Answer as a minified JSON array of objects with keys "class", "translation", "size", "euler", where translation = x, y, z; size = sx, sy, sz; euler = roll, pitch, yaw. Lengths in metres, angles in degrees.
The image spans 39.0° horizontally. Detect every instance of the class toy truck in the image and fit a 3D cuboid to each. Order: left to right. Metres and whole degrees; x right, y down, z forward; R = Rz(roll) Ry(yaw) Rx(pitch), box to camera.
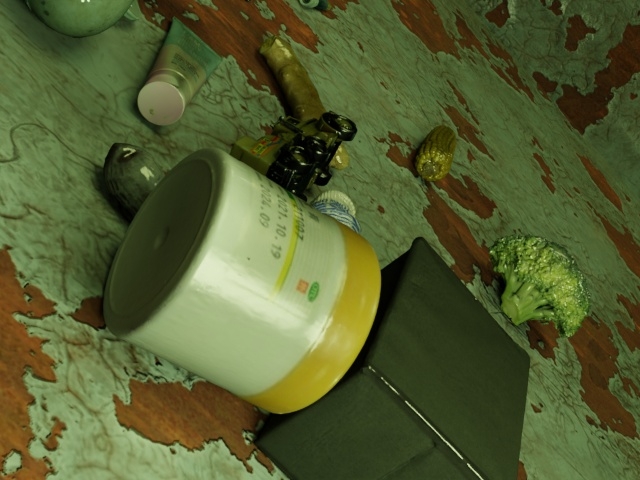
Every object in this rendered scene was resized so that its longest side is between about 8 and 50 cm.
[{"class":"toy truck","translation":[-0.045,-0.132,1.431],"size":[0.127,0.127,0.257],"euler":[33,31,11]}]

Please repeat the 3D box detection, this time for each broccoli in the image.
[{"class":"broccoli","translation":[0.450,0.095,1.853],"size":[0.176,0.226,0.198],"euler":[-7,12,-20]}]

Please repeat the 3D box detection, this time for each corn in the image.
[{"class":"corn","translation":[0.260,-0.196,2.003],"size":[0.080,0.080,0.231],"euler":[47,26,-8]}]

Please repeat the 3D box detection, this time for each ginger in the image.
[{"class":"ginger","translation":[-0.034,-0.258,1.654],"size":[0.118,0.065,0.299],"euler":[25,37,-62]}]

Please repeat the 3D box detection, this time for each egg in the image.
[{"class":"egg","translation":[-0.332,-0.386,1.252],"size":[0.169,0.169,0.237],"euler":[30,49,-35]}]

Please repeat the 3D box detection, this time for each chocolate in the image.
[{"class":"chocolate","translation":[-0.215,-0.052,1.143],"size":[0.167,0.072,0.072],"euler":[53,28,2]}]

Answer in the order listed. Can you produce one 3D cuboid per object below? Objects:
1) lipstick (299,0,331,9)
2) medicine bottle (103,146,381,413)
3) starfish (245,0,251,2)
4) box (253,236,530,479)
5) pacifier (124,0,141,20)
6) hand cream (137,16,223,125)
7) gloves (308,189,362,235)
[{"class":"lipstick","translation":[-0.008,-0.544,2.064],"size":[0.037,0.037,0.116],"euler":[57,23,11]},{"class":"medicine bottle","translation":[-0.089,0.047,1.030],"size":[0.232,0.238,0.238],"euler":[33,33,-30]},{"class":"starfish","translation":[-0.331,-0.537,1.468],"size":[0.324,0.082,0.432],"euler":[36,13,36]},{"class":"box","translation":[0.110,0.205,1.177],"size":[0.251,0.204,0.345],"euler":[47,29,-7]},{"class":"pacifier","translation":[-0.293,-0.415,1.414],"size":[0.127,0.116,0.150],"euler":[58,9,-53]},{"class":"hand cream","translation":[-0.212,-0.270,1.411],"size":[0.111,0.070,0.312],"euler":[38,27,-18]},{"class":"gloves","translation":[0.002,-0.006,1.401],"size":[0.119,0.097,0.229],"euler":[16,39,-1]}]
